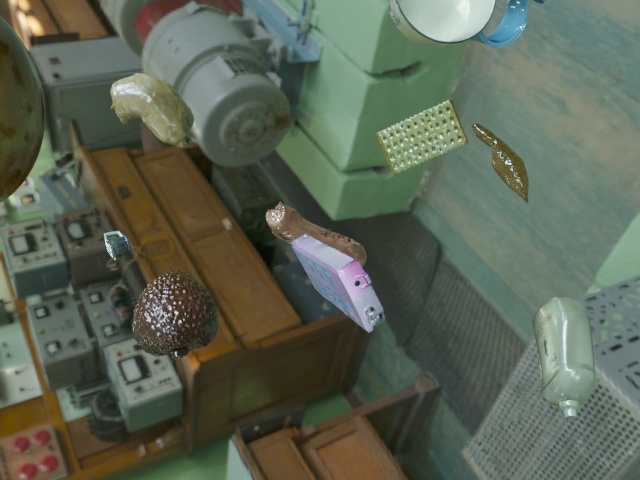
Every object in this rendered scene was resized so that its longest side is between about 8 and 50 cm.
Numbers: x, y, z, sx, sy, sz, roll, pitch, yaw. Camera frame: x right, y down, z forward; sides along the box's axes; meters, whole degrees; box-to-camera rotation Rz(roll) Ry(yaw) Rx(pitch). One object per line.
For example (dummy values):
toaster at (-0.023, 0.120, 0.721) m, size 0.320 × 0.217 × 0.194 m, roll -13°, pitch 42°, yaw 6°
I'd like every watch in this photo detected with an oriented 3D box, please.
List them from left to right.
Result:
watch at (0.450, -0.610, 1.707) m, size 0.211 × 0.211 × 0.193 m, roll 43°, pitch 107°, yaw 45°

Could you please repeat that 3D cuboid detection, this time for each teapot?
teapot at (-0.564, 0.008, 1.826) m, size 0.088 × 0.057 × 0.066 m, roll 51°, pitch 148°, yaw 25°

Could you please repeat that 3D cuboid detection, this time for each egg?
egg at (-0.567, -0.210, 0.989) m, size 0.282 × 0.282 × 0.351 m, roll 31°, pitch 132°, yaw 53°

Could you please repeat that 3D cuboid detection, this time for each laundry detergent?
laundry detergent at (0.531, 0.264, 1.445) m, size 0.181 × 0.091 × 0.253 m, roll 109°, pitch 167°, yaw -59°

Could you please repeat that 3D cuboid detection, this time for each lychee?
lychee at (-0.317, 0.166, 1.429) m, size 0.194 × 0.194 × 0.194 m, roll 36°, pitch 134°, yaw 50°

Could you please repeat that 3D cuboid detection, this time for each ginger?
ginger at (-0.451, -0.364, 1.831) m, size 0.152 × 0.267 × 0.138 m, roll -52°, pitch 14°, yaw 23°

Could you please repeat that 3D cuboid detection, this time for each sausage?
sausage at (0.000, -0.001, 1.495) m, size 0.078 × 0.304 × 0.078 m, roll -31°, pitch 46°, yaw 39°

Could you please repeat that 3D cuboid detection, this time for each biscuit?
biscuit at (0.281, -0.283, 1.830) m, size 0.231 × 0.016 × 0.139 m, roll -21°, pitch 94°, yaw 24°

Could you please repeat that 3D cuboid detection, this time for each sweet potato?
sweet potato at (0.492, -0.222, 1.771) m, size 0.269 × 0.074 × 0.075 m, roll 61°, pitch 149°, yaw 21°

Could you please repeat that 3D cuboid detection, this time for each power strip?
power strip at (0.023, 0.059, 1.034) m, size 0.109 × 0.037 × 0.279 m, roll 62°, pitch 169°, yaw -16°

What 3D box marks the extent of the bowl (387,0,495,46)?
bowl at (0.245, -0.521, 1.423) m, size 0.126 × 0.237 × 0.238 m, roll 165°, pitch 90°, yaw -75°
